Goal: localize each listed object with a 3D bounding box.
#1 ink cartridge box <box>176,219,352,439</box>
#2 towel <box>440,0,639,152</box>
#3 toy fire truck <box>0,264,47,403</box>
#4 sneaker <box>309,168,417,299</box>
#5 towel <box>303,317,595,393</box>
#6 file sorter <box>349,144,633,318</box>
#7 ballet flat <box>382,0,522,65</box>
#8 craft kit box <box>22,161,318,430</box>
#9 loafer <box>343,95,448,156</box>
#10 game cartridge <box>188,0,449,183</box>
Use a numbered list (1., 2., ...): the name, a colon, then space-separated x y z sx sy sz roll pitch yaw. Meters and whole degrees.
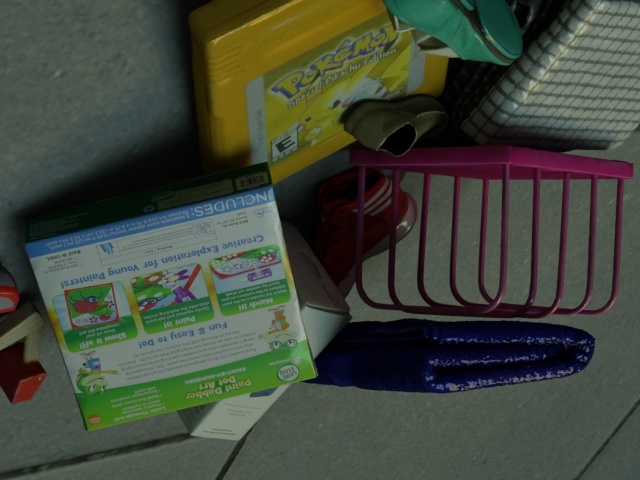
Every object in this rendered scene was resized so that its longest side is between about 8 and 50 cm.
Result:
1. ink cartridge box: -0.088 0.095 1.832 0.212 0.154 0.093 -47 147 20
2. towel: 0.285 -0.211 1.828 0.284 0.121 0.235 -4 140 -44
3. toy fire truck: -0.331 0.096 1.687 0.135 0.047 0.192 -9 140 -40
4. sneaker: 0.000 0.000 1.887 0.221 0.087 0.128 -47 141 -1
5. towel: 0.125 0.116 1.812 0.228 0.076 0.308 -6 -179 -29
6. file sorter: 0.194 -0.006 1.849 0.291 0.202 0.182 2 90 -54
7. ballet flat: 0.113 -0.214 1.533 0.087 0.083 0.247 -15 164 20
8. craft kit box: -0.146 0.060 1.662 0.250 0.061 0.246 -13 122 -2
9. loafer: 0.084 -0.114 1.714 0.148 0.050 0.056 -10 149 -46
10. game cartridge: 0.010 -0.178 1.601 0.285 0.052 0.323 -29 160 -13
